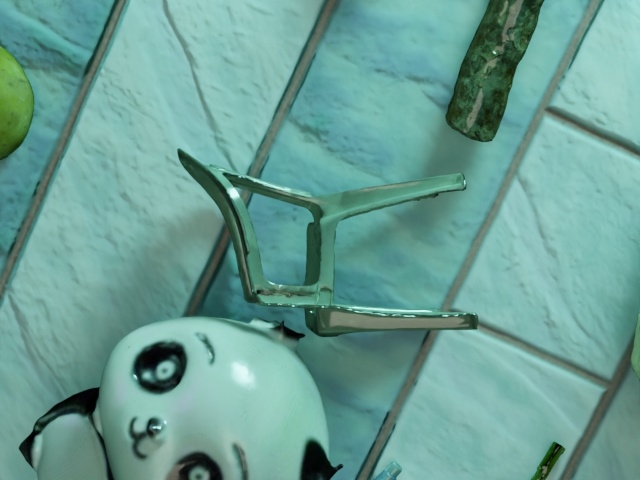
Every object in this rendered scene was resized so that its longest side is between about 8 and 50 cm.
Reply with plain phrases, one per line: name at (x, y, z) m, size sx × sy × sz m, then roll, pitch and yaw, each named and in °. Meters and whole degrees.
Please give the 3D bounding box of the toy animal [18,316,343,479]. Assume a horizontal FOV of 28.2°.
toy animal at (-0.128, 0.204, 1.225) m, size 0.310 × 0.251 × 0.251 m, roll -30°, pitch 100°, yaw 36°

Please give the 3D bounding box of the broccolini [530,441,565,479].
broccolini at (0.219, 0.277, 1.390) m, size 0.035 × 0.030 × 0.140 m, roll 33°, pitch 94°, yaw 31°

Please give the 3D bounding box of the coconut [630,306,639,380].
coconut at (0.506, 0.029, 1.167) m, size 0.404 × 0.404 × 0.404 m, roll 0°, pitch 100°, yaw 0°

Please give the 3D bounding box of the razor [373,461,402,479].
razor at (0.040, 0.295, 1.387) m, size 0.068 × 0.040 × 0.135 m, roll 42°, pitch 90°, yaw -7°

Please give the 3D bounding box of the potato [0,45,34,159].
potato at (-0.430, -0.133, 1.274) m, size 0.271 × 0.111 × 0.160 m, roll 2°, pitch 98°, yaw -1°

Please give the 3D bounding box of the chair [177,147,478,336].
chair at (0.000, 0.000, 1.258) m, size 0.274 × 0.203 × 0.190 m, roll -2°, pitch 89°, yaw -8°

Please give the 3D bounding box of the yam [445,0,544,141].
yam at (0.196, -0.233, 1.284) m, size 0.061 × 0.061 × 0.274 m, roll 21°, pitch 98°, yaw -4°
